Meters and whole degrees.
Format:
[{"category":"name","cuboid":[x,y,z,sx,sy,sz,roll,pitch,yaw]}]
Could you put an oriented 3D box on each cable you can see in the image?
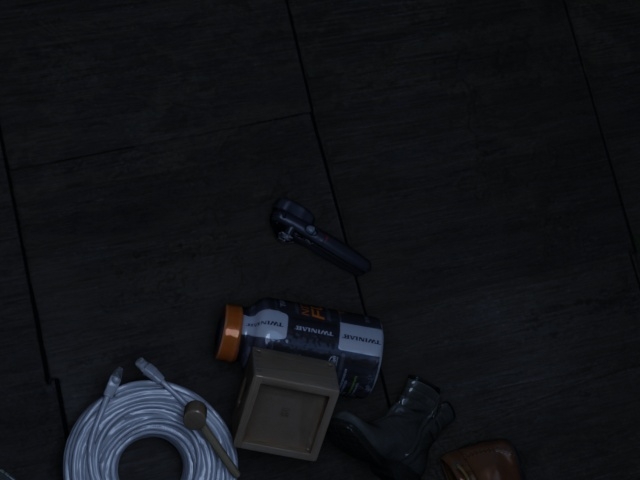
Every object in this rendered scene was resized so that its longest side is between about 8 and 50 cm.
[{"category":"cable","cuboid":[-0.253,0.336,1.911,0.257,0.089,0.257,35,74,-6]}]

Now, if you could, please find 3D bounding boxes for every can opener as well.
[{"category":"can opener","cuboid":[0.000,0.000,2.053,0.186,0.059,0.073,33,73,-5]}]

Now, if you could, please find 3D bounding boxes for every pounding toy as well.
[{"category":"pounding toy","cuboid":[-0.099,0.251,1.890,0.206,0.094,0.181,12,114,-11]}]

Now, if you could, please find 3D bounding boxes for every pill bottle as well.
[{"category":"pill bottle","cuboid":[-0.037,0.160,1.975,0.246,0.130,0.130,11,77,-11]}]

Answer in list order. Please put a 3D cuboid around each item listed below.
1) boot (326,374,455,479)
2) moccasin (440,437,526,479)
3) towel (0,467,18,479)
[{"category":"boot","cuboid":[0.108,0.270,1.972,0.246,0.083,0.161,44,67,-45]},{"category":"moccasin","cuboid":[0.281,0.497,1.979,0.147,0.139,0.379,-14,82,-15]},{"category":"towel","cuboid":[-0.504,0.489,1.847,0.312,0.056,0.324,38,75,-1]}]
